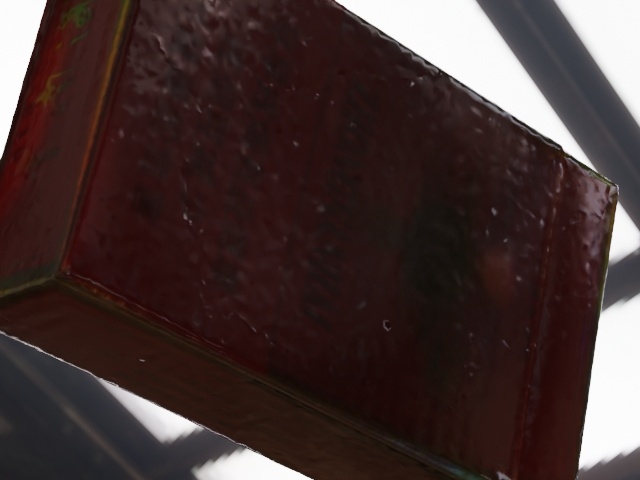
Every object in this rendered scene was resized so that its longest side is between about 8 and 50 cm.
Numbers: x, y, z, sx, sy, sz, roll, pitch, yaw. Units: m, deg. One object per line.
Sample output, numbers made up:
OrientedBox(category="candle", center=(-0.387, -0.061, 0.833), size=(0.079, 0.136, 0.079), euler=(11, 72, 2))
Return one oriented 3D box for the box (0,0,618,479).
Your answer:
OrientedBox(category="box", center=(-0.001, 0.000, 0.936), size=(0.089, 0.313, 0.197), euler=(-20, -130, 46))
